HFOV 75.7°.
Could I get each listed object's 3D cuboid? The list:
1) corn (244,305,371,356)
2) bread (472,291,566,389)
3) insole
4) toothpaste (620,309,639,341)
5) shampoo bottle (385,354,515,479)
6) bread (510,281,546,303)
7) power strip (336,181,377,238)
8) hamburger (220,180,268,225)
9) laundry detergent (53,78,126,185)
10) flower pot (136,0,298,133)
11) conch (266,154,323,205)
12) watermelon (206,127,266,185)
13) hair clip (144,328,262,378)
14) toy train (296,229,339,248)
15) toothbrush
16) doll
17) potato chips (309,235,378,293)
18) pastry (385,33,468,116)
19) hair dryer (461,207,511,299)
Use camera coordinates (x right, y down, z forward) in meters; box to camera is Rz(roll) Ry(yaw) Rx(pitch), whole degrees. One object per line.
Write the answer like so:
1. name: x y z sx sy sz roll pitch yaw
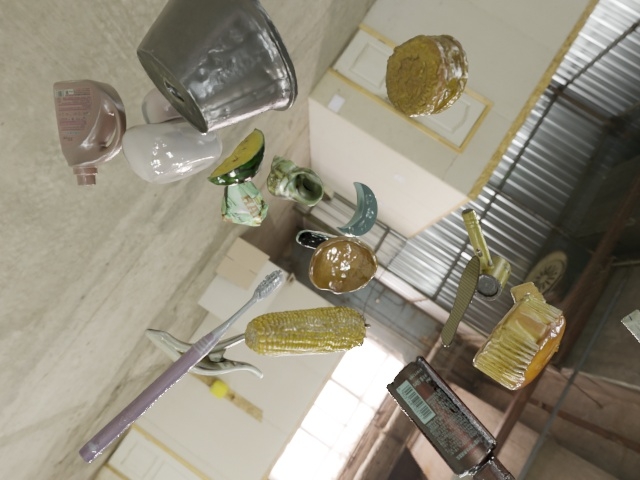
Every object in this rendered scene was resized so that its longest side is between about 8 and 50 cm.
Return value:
1. corn: -0.025 0.201 0.910 0.305 0.106 0.106 5 128 -38
2. bread: 0.391 0.195 0.794 0.190 0.114 0.132 -40 146 -30
3. insole: 0.353 0.157 1.041 0.086 0.005 0.253 -102 -155 -71
4. toothpaste: 0.824 0.270 1.001 0.052 0.033 0.218 -57 -147 36
5. shampoo bottle: 0.303 0.435 0.966 0.129 0.323 0.084 -42 155 -2
6. bread: 0.830 0.232 1.648 0.106 0.082 0.125 -26 -147 19
7. power strip: 0.130 -0.083 1.415 0.044 0.137 0.216 7 -105 54
8. hamburger: -0.344 -0.175 1.863 0.125 0.214 0.235 -44 -131 44
9. laundry detergent: -0.530 -0.249 0.964 0.076 0.171 0.237 -33 123 -71
10. flower pot: -0.183 -0.290 0.678 0.166 0.269 0.269 -43 171 -16
11. conch: -0.087 -0.204 1.381 0.187 0.181 0.124 -25 -141 34
12. watermelon: -0.289 -0.309 1.556 0.301 0.129 0.123 -56 172 -27
13. hair clip: -0.275 0.273 0.985 0.172 0.282 0.113 149 -56 -63
14. toy train: 0.000 0.000 1.288 0.233 0.051 0.052 14 103 -47
15. toothbrush: -0.179 0.160 0.583 0.354 0.024 0.029 -43 164 -23
16. doll: -0.344 -0.252 0.942 0.221 0.221 0.251 -59 170 31
17. potato chips: 0.060 0.059 1.134 0.062 0.195 0.208 -87 160 -51
18. pastry: 0.245 -0.385 0.966 0.103 0.189 0.189 -13 149 -33
19. hair dryer: 0.493 0.027 1.247 0.090 0.279 0.135 -10 -160 43
